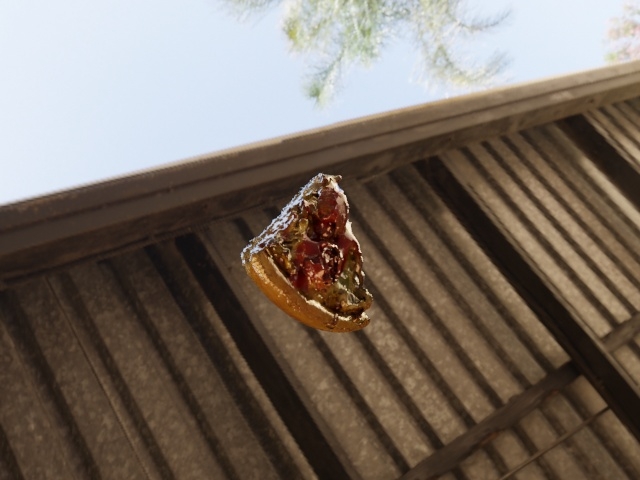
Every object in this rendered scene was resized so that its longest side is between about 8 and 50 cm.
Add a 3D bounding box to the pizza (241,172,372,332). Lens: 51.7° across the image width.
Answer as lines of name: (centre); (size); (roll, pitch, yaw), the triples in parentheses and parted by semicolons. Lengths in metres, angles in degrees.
pizza: (0.000, 0.000, 0.732); (0.201, 0.053, 0.193); (23, -119, -45)
